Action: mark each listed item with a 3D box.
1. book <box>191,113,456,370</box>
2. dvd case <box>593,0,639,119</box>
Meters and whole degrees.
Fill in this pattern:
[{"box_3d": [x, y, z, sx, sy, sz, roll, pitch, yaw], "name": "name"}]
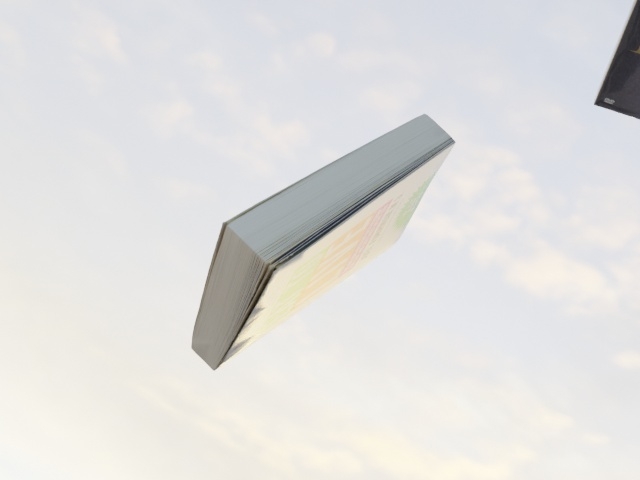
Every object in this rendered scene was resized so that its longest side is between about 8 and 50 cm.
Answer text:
[{"box_3d": [0.000, 0.000, 0.727, 0.035, 0.144, 0.096, 44, -39, 15], "name": "book"}, {"box_3d": [0.310, -0.166, 1.012, 0.164, 0.018, 0.221, 18, -56, 3], "name": "dvd case"}]
